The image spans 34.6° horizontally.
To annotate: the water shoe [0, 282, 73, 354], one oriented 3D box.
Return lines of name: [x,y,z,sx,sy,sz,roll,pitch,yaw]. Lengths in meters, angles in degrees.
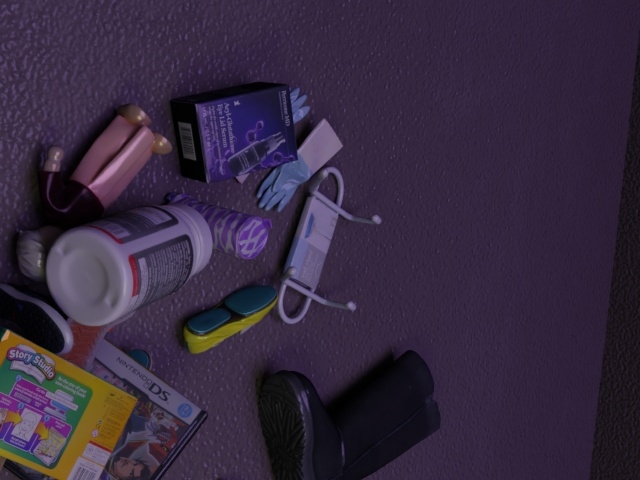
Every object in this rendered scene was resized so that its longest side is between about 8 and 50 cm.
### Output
water shoe: [-0.447,0.115,1.648,0.080,0.203,0.073,-8,120,-52]

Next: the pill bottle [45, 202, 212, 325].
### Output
pill bottle: [-0.309,0.030,1.718,0.283,0.161,0.161,-26,117,-62]

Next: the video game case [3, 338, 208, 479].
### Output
video game case: [-0.373,0.333,1.761,0.275,0.248,0.035,-52,173,-25]

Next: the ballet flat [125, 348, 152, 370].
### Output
ballet flat: [-0.386,0.304,1.842,0.248,0.086,0.086,-51,129,-24]

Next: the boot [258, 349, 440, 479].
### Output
boot: [0.084,0.361,2.263,0.445,0.146,0.367,-25,124,-36]

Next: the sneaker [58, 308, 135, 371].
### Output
sneaker: [-0.417,0.143,1.766,0.108,0.121,0.302,52,40,-20]

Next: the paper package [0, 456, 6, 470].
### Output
paper package: [-0.618,0.258,1.525,0.309,0.168,0.325,33,75,-43]

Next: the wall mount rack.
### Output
wall mount rack: [0.000,0.000,2.104,0.304,0.130,0.350,33,70,-55]

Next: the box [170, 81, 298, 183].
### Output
box: [-0.159,-0.206,1.926,0.207,0.108,0.153,-19,110,-31]

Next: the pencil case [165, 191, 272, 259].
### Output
pencil case: [-0.193,-0.028,1.884,0.088,0.206,0.086,-42,138,-36]

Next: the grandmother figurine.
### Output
grandmother figurine: [-0.398,-0.077,1.739,0.208,0.104,0.342,47,62,-32]

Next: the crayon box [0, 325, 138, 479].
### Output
crayon box: [-0.424,0.253,1.543,0.278,0.081,0.165,40,69,-42]

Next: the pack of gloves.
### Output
pack of gloves: [-0.085,-0.186,2.086,0.232,0.046,0.195,-48,127,-16]

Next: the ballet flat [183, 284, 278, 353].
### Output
ballet flat: [-0.179,0.159,2.027,0.231,0.077,0.077,-26,136,-42]

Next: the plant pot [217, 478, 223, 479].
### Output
plant pot: [-0.175,0.544,2.084,0.081,0.083,0.081,40,70,-42]
